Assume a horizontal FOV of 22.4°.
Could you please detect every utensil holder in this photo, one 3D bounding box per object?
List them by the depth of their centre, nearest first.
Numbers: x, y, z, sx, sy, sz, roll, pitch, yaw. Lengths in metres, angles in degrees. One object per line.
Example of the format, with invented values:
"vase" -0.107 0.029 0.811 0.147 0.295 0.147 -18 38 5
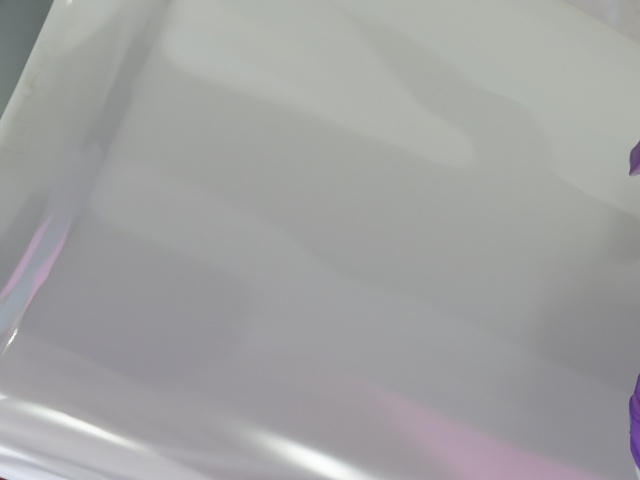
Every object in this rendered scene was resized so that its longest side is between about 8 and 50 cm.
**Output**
"utensil holder" 0.000 0.000 0.774 0.327 0.386 0.327 -47 28 36

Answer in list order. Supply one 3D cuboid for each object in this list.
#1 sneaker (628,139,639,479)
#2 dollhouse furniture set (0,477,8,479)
"sneaker" 0.143 -0.008 0.542 0.095 0.236 0.104 -20 110 34
"dollhouse furniture set" -0.148 0.276 1.193 0.152 0.201 0.374 -44 71 25
